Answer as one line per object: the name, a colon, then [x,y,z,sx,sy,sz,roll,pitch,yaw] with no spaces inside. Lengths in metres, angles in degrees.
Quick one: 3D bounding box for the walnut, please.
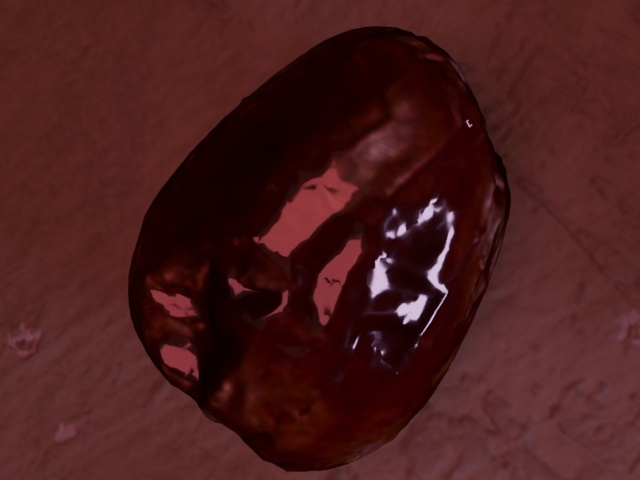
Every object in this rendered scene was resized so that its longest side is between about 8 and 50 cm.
walnut: [0.000,0.000,0.550,0.221,0.244,0.269,38,94,-28]
